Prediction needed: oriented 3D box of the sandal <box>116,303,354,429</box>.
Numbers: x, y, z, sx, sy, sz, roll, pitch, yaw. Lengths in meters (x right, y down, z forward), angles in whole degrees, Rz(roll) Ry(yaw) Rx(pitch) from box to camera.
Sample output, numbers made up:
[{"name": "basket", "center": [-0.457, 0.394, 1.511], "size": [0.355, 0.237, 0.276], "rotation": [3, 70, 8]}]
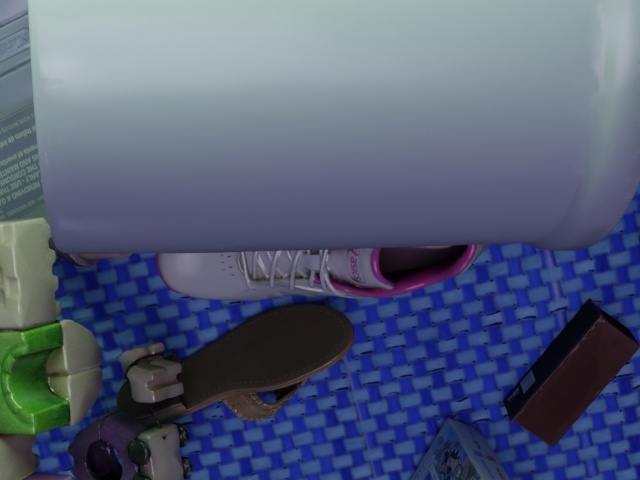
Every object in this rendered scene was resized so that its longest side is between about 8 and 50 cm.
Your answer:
[{"name": "sandal", "center": [-0.067, 0.133, 1.097], "size": [0.240, 0.088, 0.079], "rotation": [-20, 135, 13]}]

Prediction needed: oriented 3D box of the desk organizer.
[{"name": "desk organizer", "center": [0.233, 0.124, 1.089], "size": [0.050, 0.047, 0.130], "rotation": [35, 103, -10]}]

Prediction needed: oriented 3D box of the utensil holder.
[{"name": "utensil holder", "center": [-0.001, -0.148, 0.838], "size": [0.385, 0.327, 0.327], "rotation": [-2, 106, -9]}]

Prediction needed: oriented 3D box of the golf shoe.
[{"name": "golf shoe", "center": [0.000, 0.000, 1.014], "size": [0.306, 0.140, 0.115], "rotation": [-11, 106, 6]}]

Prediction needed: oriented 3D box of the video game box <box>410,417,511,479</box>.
[{"name": "video game box", "center": [0.110, 0.295, 1.065], "size": [0.048, 0.187, 0.205], "rotation": [22, 106, -21]}]

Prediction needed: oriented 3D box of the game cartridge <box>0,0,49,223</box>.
[{"name": "game cartridge", "center": [-0.248, -0.114, 1.030], "size": [0.355, 0.068, 0.230], "rotation": [-24, 108, 8]}]

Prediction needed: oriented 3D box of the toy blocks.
[{"name": "toy blocks", "center": [-0.313, 0.110, 0.975], "size": [0.260, 0.309, 0.288], "rotation": [-3, 96, 31]}]
